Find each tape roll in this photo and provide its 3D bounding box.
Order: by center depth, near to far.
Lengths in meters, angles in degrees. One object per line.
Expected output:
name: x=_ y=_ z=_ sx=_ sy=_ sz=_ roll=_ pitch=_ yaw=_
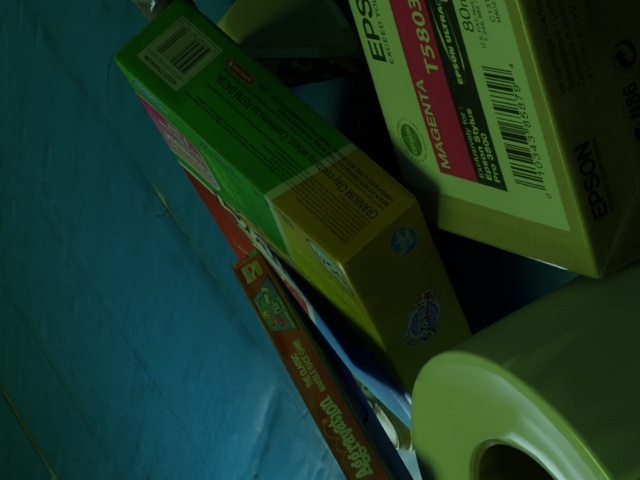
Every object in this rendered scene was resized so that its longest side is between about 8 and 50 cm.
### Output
tape roll: x=0.189 y=0.136 z=1.100 sx=0.246 sy=0.169 sz=0.246 roll=46 pitch=151 yaw=35

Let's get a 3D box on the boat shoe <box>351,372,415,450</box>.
boat shoe: x=0.026 y=0.123 z=1.591 sx=0.153 sy=0.048 sz=0.056 roll=50 pitch=154 yaw=30

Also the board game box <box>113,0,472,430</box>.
board game box: x=0.000 y=0.000 z=1.341 sx=0.242 sy=0.064 sz=0.316 roll=42 pitch=170 yaw=31

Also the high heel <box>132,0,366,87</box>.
high heel: x=-0.021 y=-0.109 z=1.430 sx=0.261 sy=0.093 sz=0.186 roll=21 pitch=149 yaw=49

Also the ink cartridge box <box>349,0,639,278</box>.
ink cartridge box: x=0.106 y=-0.112 z=1.115 sx=0.193 sy=0.088 sz=0.234 roll=18 pitch=132 yaw=58

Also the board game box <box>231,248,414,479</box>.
board game box: x=0.023 y=0.128 z=1.284 sx=0.145 sy=0.027 sz=0.281 roll=56 pitch=-179 yaw=-36
